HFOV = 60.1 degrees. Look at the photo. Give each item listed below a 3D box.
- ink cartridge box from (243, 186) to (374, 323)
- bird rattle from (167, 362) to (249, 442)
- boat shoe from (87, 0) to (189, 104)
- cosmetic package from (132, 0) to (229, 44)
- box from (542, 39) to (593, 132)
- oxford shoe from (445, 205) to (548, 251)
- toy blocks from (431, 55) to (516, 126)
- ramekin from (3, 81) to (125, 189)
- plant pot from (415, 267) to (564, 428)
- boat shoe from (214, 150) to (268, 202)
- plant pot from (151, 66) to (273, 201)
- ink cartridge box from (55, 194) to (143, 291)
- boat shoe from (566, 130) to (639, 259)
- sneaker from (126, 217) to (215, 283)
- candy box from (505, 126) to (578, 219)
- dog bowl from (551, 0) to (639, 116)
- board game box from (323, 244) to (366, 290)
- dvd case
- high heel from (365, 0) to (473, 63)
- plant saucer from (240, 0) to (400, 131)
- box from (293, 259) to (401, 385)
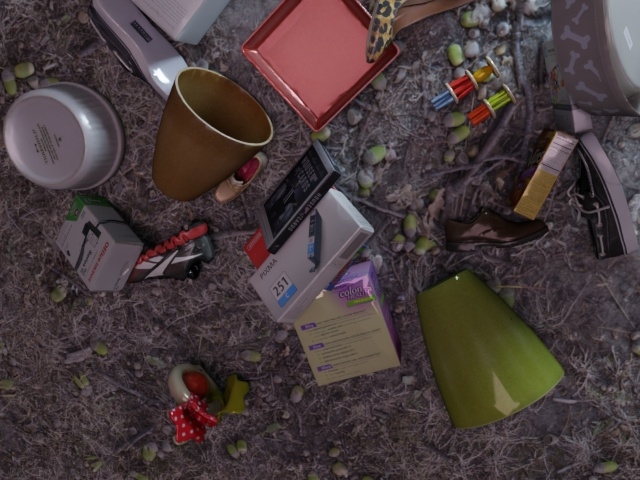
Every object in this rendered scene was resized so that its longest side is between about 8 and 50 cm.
[{"bbox_3d":[-0.057,-0.004,1.268,0.296,0.066,0.261,-50,56,17],"label":"ink cartridge box"},{"bbox_3d":[-0.316,0.407,1.414,0.207,0.253,0.143,45,108,20],"label":"bird rattle"},{"bbox_3d":[-0.415,-0.426,1.271,0.102,0.108,0.301,-21,117,46],"label":"boat shoe"},{"bbox_3d":[-0.305,-0.585,1.184,0.224,0.138,0.225,43,106,-4],"label":"cosmetic package"},{"bbox_3d":[0.501,-0.318,1.125,0.038,0.145,0.186,-12,104,11],"label":"box"},{"bbox_3d":[0.397,-0.032,1.254,0.227,0.083,0.096,-6,100,10],"label":"oxford shoe"},{"bbox_3d":[0.329,-0.305,1.203,0.148,0.054,0.123,-32,98,16],"label":"toy blocks"},{"bbox_3d":[-0.626,-0.245,1.334,0.272,0.127,0.273,2,106,8],"label":"ramekin"},{"bbox_3d":[0.347,0.223,1.256,0.274,0.275,0.294,-31,83,16],"label":"plant pot"},{"bbox_3d":[-0.199,-0.151,1.327,0.170,0.059,0.063,-43,95,17],"label":"boat shoe"},{"bbox_3d":[-0.274,-0.215,1.255,0.237,0.237,0.254,42,123,-4],"label":"plant pot"},{"bbox_3d":[-0.547,0.007,1.364,0.208,0.087,0.153,41,109,30],"label":"ink cartridge box"},{"bbox_3d":[0.586,-0.086,1.184,0.105,0.113,0.306,-21,123,22],"label":"boat shoe"},{"bbox_3d":[-0.382,0.059,1.393,0.276,0.097,0.135,-28,97,14],"label":"sneaker"},{"bbox_3d":[0.473,-0.147,1.196,0.053,0.109,0.187,25,107,1],"label":"candy box"},{"bbox_3d":[0.543,-0.392,1.019,0.102,0.348,0.349,-1,109,50],"label":"dog bowl"},{"bbox_3d":[0.000,0.000,1.288,0.136,0.035,0.201,-53,54,16],"label":"board game box"},{"bbox_3d":[-0.055,-0.104,1.262,0.029,0.179,0.239,30,110,-29],"label":"dvd case"},{"bbox_3d":[0.206,-0.452,1.124,0.186,0.093,0.261,21,78,8],"label":"high heel"},{"bbox_3d":[-0.001,-0.422,1.229,0.259,0.048,0.258,-42,96,18],"label":"plant saucer"},{"bbox_3d":[0.060,0.201,1.353,0.213,0.117,0.243,-18,102,14],"label":"box"}]
